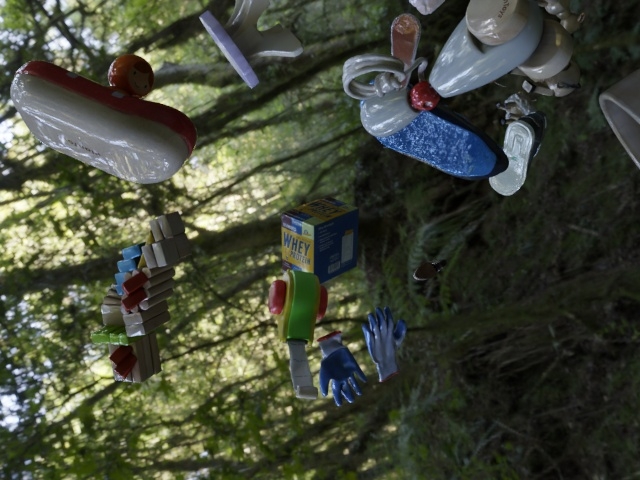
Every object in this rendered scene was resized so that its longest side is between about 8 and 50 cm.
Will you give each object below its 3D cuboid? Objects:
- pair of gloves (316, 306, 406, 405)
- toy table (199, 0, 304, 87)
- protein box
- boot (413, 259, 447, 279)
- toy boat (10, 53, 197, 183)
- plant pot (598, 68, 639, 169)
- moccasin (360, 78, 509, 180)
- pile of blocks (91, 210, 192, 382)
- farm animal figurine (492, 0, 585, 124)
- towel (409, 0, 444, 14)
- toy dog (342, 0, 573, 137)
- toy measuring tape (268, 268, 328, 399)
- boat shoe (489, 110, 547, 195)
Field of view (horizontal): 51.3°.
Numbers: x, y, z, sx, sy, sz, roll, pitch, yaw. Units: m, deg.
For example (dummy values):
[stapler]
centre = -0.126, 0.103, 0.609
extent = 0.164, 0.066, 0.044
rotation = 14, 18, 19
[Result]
[pair of gloves]
centre = 0.081, 0.214, 1.243
extent = 0.023, 0.198, 0.159
rotation = 32, 140, 58
[toy table]
centre = -0.175, -0.514, 1.661
extent = 0.252, 0.161, 0.274
rotation = 52, -178, 6
[protein box]
centre = 0.000, 0.000, 2.007
extent = 0.200, 0.136, 0.201
rotation = -24, -56, -41
[boot]
centre = 0.258, 0.079, 1.659
extent = 0.119, 0.087, 0.042
rotation = -19, -98, -30
[toy boat]
centre = -0.266, -0.178, 0.870
extent = 0.151, 0.231, 0.151
rotation = 108, -174, -69
[plant pot]
centre = 0.590, -0.152, 0.883
extent = 0.323, 0.280, 0.323
rotation = 47, -162, -21
[moccasin]
centre = 0.210, -0.200, 1.281
extent = 0.117, 0.137, 0.342
rotation = 4, -147, -45
[pile of blocks]
centre = -0.352, 0.111, 1.226
extent = 0.149, 0.361, 0.113
rotation = 24, -161, 15
[farm animal figurine]
centre = 0.539, -0.473, 1.639
extent = 0.172, 0.330, 0.326
rotation = -1, -123, -28
[towel]
centre = 0.207, -0.638, 1.229
extent = 0.332, 0.317, 0.053
rotation = 33, -159, -35
[toy dog]
centre = 0.198, -0.294, 1.009
extent = 0.220, 0.334, 0.160
rotation = 46, -144, -57
[toy measuring tape]
centre = -0.036, 0.147, 1.259
extent = 0.121, 0.121, 0.330
rotation = 51, -168, -30
[boat shoe]
centre = 0.436, -0.186, 1.465
extent = 0.084, 0.079, 0.233
rotation = 37, 151, 21
